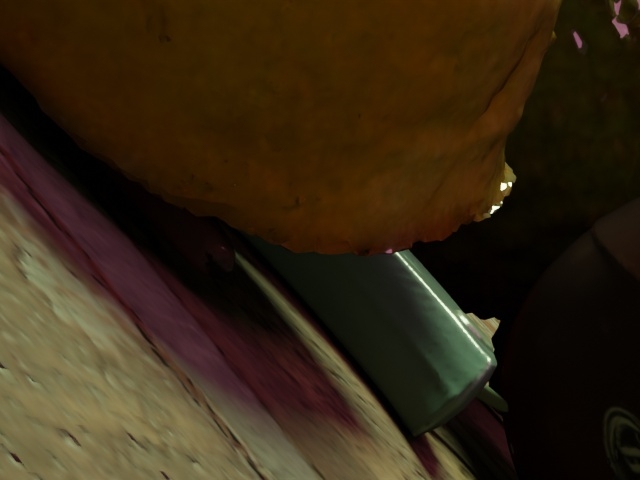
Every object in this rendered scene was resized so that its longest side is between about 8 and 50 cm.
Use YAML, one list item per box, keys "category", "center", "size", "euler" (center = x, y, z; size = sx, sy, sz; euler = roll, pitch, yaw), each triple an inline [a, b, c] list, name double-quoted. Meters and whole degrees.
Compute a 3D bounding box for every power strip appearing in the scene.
- category: "power strip"
  center: [0.000, 0.000, 0.630]
  size: [0.216, 0.044, 0.137]
  euler: [45, 5, -7]

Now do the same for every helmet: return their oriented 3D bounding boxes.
- category: "helmet"
  center: [0.176, 0.068, 0.682]
  size: [0.189, 0.193, 0.216]
  euler: [61, 21, 6]

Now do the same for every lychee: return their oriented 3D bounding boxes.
- category: "lychee"
  center: [0.097, -0.080, 0.847]
  size: [0.320, 0.270, 0.270]
  euler: [40, 7, -22]

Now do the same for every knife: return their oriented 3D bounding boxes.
- category: "knife"
  center: [-0.091, -0.065, 0.542]
  size: [0.247, 0.018, 0.035]
  euler: [49, 9, 38]

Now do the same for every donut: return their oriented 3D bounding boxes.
- category: "donut"
  center: [-0.034, -0.123, 0.541]
  size: [0.277, 0.108, 0.278]
  euler: [22, 30, -14]
